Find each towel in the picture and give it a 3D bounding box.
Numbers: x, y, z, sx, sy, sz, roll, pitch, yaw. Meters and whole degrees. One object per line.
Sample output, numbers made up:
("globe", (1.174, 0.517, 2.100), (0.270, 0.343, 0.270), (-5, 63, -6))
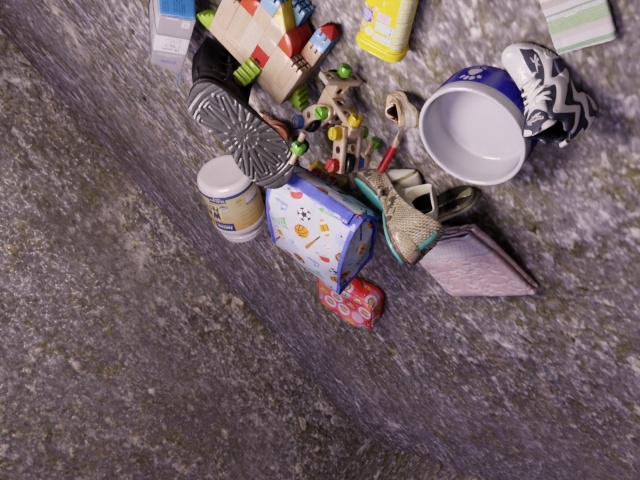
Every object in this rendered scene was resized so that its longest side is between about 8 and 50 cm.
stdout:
("towel", (0.436, 0.075, 1.621), (0.317, 0.054, 0.331), (39, 157, -22))
("towel", (0.469, -0.428, 0.975), (0.113, 0.023, 0.152), (-1, 128, 49))

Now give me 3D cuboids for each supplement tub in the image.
("supplement tub", (-0.353, -0.164, 2.167), (0.228, 0.228, 0.316), (26, 148, 28))

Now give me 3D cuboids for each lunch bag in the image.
("lunch bag", (0.121, 0.227, 2.223), (0.293, 0.120, 0.258), (29, 149, 24))
("lunch bag", (0.007, -0.056, 1.686), (0.327, 0.239, 0.386), (35, 162, 18))

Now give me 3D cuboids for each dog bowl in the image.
("dog bowl", (0.369, -0.264, 1.237), (0.264, 0.104, 0.265), (31, 150, 20))

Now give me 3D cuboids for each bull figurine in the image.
("bull figurine", (-0.163, -0.309, 1.852), (0.188, 0.101, 0.311), (28, 150, 17))

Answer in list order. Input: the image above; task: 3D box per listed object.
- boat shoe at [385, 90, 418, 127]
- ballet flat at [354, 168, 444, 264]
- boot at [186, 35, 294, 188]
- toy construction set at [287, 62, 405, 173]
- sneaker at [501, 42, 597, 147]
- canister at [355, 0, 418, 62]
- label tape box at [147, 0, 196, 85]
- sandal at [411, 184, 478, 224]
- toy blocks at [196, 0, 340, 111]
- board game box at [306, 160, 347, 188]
("boat shoe", (0.192, -0.331, 1.337), (0.170, 0.059, 0.063), (-113, 14, -55))
("ballet flat", (0.233, -0.107, 1.496), (0.164, 0.182, 0.483), (49, -168, -28))
("boot", (-0.234, -0.386, 1.564), (0.367, 0.146, 0.445), (48, -168, -32))
("toy construction set", (0.086, -0.326, 1.431), (0.308, 0.258, 0.237), (14, 128, -20))
("sneaker", (0.439, -0.282, 1.070), (0.235, 0.153, 0.094), (46, 150, -8))
("canister", (0.154, -0.509, 1.204), (0.126, 0.073, 0.170), (34, 150, 16))
("label tape box", (-0.462, -0.664, 1.605), (0.333, 0.105, 0.241), (142, 124, -61))
("sandal", (0.338, -0.075, 1.538), (0.086, 0.120, 0.302), (37, 155, -25))
("toy blocks", (-0.125, -0.561, 1.411), (0.381, 0.191, 0.261), (47, 140, -3))
("board game box", (-0.028, -0.185, 1.843), (0.124, 0.039, 0.259), (24, 152, -23))
